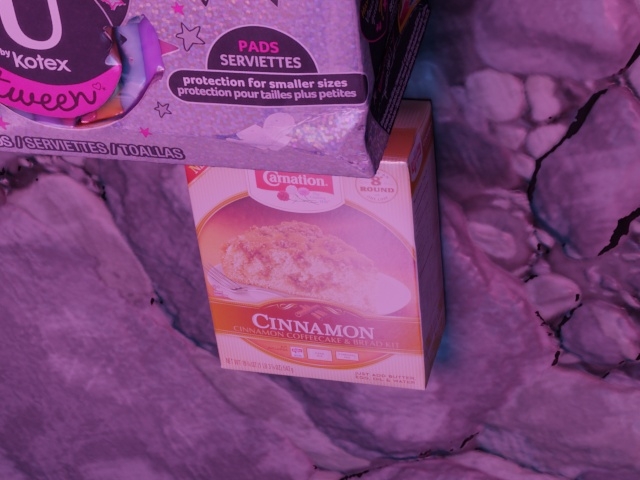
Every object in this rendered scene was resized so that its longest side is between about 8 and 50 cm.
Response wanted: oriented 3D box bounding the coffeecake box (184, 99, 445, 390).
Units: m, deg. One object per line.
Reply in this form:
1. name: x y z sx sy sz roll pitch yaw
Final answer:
1. coffeecake box: 0.000 0.000 1.018 0.142 0.068 0.185 5 130 15

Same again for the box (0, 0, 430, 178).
1. box: -0.079 -0.141 0.859 0.247 0.163 0.142 4 132 15
